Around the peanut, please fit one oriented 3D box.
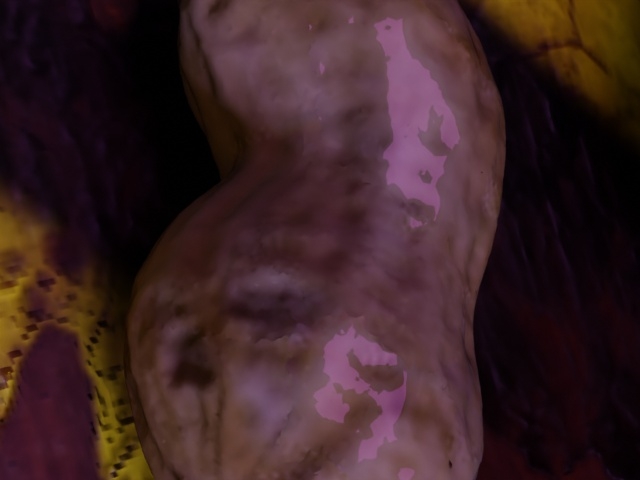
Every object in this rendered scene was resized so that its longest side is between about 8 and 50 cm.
[{"bbox_3d":[0.000,0.000,0.493,0.103,0.098,0.229,40,49,-55],"label":"peanut"}]
